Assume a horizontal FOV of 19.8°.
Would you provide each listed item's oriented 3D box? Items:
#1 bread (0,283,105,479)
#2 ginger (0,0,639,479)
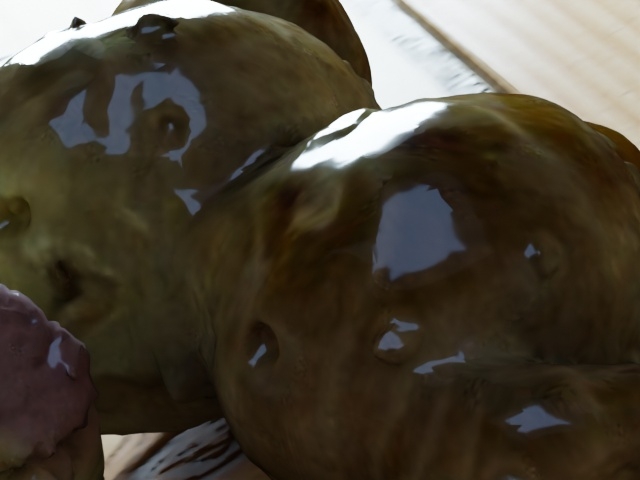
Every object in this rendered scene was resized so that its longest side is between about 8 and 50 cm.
[{"bbox_3d":[-0.206,0.160,0.566,0.155,0.187,0.338,27,53,7],"label":"bread"},{"bbox_3d":[0.000,0.000,0.694,0.256,0.176,0.375,-25,35,-32],"label":"ginger"}]
